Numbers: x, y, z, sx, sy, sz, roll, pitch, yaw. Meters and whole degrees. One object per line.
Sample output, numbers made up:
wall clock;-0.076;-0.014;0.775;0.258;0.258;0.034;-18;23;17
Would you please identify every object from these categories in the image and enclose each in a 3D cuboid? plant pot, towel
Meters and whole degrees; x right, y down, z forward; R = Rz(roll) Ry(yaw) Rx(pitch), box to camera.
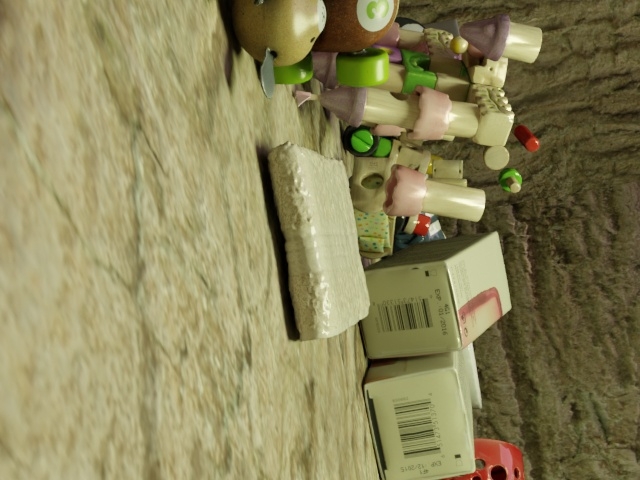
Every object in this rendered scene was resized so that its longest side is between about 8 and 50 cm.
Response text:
plant pot;0.271;0.460;1.791;0.191;0.191;0.174;67;18;-56
towel;0.000;0.000;1.043;0.282;0.049;0.187;1;78;-80

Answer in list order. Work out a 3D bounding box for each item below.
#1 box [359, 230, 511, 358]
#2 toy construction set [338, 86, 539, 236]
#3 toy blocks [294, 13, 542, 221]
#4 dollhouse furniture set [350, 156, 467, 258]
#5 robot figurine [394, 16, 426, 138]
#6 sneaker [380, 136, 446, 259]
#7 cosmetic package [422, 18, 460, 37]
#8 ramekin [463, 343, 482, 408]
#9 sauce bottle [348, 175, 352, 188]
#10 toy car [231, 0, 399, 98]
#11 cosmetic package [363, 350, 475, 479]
box;0.165;0.076;1.460;0.232;0.148;0.127;-21;100;-61
toy construction set;0.189;-0.161;1.696;0.237;0.309;0.257;-90;176;-70
toy blocks;0.098;-0.226;1.284;0.288;0.260;0.309;-93;-164;-57
dollhouse furniture set;0.128;-0.020;1.464;0.182;0.161;0.101;82;13;-50
robot figurine;0.156;-0.304;1.869;0.278;0.209;0.173;-112;-171;-47
sneaker;0.151;-0.051;1.865;0.148;0.131;0.350;54;21;-56
cosmetic package;0.249;-0.417;2.527;0.453;0.230;0.161;-77;156;-67
ramekin;0.227;0.200;1.983;0.277;0.135;0.277;-9;90;-81
sauce bottle;0.066;-0.057;1.551;0.128;0.042;0.042;61;21;-59
toy car;-0.018;-0.201;0.903;0.188;0.149;0.155;-55;146;-62
cosmetic package;0.146;0.223;1.457;0.296;0.129;0.153;-39;118;-79
